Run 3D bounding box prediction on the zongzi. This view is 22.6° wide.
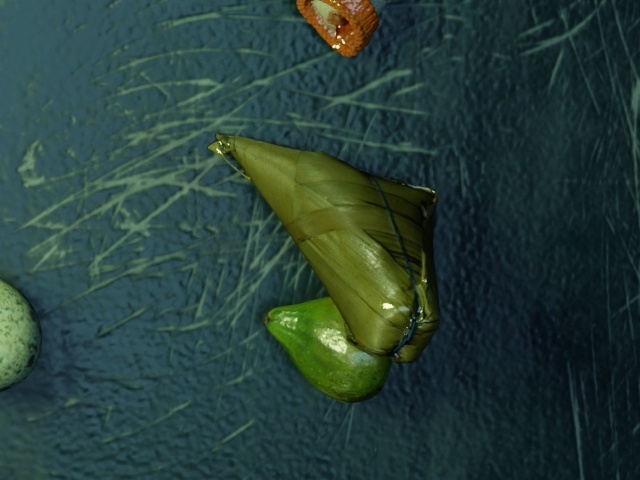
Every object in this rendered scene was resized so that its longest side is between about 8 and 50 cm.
[{"bbox_3d":[0.000,0.000,1.845,0.289,0.260,0.123,21,127,-14],"label":"zongzi"}]

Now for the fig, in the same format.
[{"bbox_3d":[0.009,0.121,1.918,0.156,0.123,0.123,21,90,-10],"label":"fig"}]

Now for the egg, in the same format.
[{"bbox_3d":[-0.395,0.098,1.796,0.172,0.132,0.132,34,86,-5],"label":"egg"}]

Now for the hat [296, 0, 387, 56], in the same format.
[{"bbox_3d":[0.054,-0.313,1.914,0.112,0.093,0.162,46,65,-25],"label":"hat"}]
